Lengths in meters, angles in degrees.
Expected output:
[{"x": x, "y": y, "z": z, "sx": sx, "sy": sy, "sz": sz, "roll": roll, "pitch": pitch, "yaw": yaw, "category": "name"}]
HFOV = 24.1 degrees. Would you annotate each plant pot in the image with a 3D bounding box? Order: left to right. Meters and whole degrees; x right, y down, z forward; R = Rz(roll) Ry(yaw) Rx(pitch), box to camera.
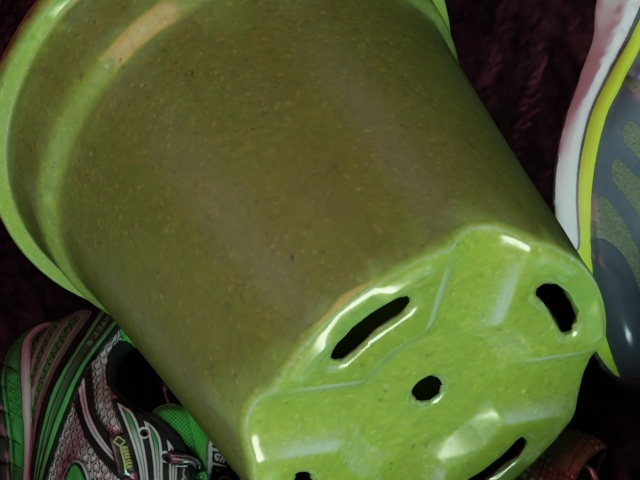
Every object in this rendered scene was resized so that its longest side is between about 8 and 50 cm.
[{"x": 0.000, "y": 0.000, "z": 0.747, "sx": 0.276, "sy": 0.276, "sz": 0.254, "roll": -43, "pitch": 45, "yaw": 7, "category": "plant pot"}]

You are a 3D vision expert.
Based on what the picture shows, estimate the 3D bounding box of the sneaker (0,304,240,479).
[{"x": -0.107, "y": 0.171, "z": 0.841, "sx": 0.146, "sy": 0.134, "sz": 0.343, "roll": -30, "pitch": 55, "yaw": 16, "category": "sneaker"}]

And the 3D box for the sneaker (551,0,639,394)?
[{"x": 0.199, "y": -0.065, "z": 0.787, "sx": 0.121, "sy": 0.111, "sz": 0.300, "roll": 7, "pitch": 76, "yaw": 25, "category": "sneaker"}]

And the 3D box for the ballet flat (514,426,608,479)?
[{"x": 0.117, "y": 0.186, "z": 0.740, "sx": 0.067, "sy": 0.073, "sz": 0.206, "roll": -2, "pitch": 69, "yaw": 15, "category": "ballet flat"}]
